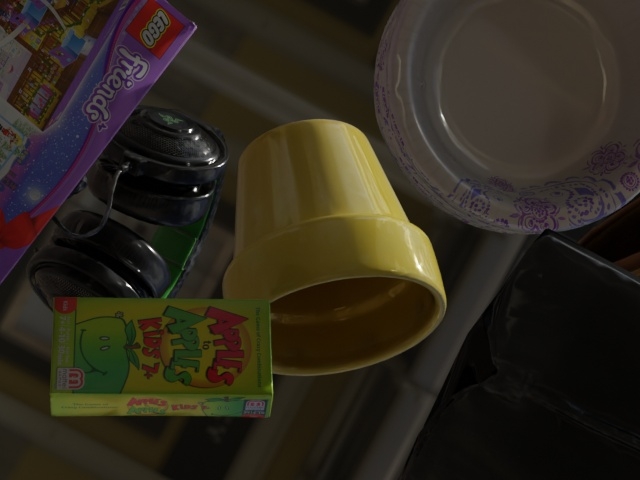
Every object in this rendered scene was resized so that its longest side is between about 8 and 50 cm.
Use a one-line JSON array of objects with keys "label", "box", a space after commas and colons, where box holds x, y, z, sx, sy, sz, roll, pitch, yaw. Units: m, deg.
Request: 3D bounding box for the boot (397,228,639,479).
[{"label": "boot", "box": [0.239, 0.246, 1.077, 0.367, 0.445, 0.146, -61, -176, -10]}]

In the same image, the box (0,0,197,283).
[{"label": "box", "box": [-0.267, -0.128, 1.459, 0.293, 0.201, 0.057, -55, -166, -18]}]

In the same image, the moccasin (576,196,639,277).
[{"label": "moccasin", "box": [0.339, -0.066, 1.330, 0.380, 0.147, 0.139, -40, -160, 16]}]

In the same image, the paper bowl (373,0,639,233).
[{"label": "paper bowl", "box": [0.191, -0.148, 1.679, 0.284, 0.284, 0.148, -62, -173, -4]}]

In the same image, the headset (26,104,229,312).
[{"label": "headset", "box": [-0.209, -0.032, 1.699, 0.243, 0.185, 0.394, -64, 168, -4]}]

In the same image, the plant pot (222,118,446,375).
[{"label": "plant pot", "box": [0.000, 0.000, 2.080, 0.254, 0.254, 0.239, 124, -40, -50]}]

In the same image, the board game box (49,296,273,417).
[{"label": "board game box", "box": [-0.132, 0.097, 1.473, 0.043, 0.181, 0.092, 100, -11, -57]}]
